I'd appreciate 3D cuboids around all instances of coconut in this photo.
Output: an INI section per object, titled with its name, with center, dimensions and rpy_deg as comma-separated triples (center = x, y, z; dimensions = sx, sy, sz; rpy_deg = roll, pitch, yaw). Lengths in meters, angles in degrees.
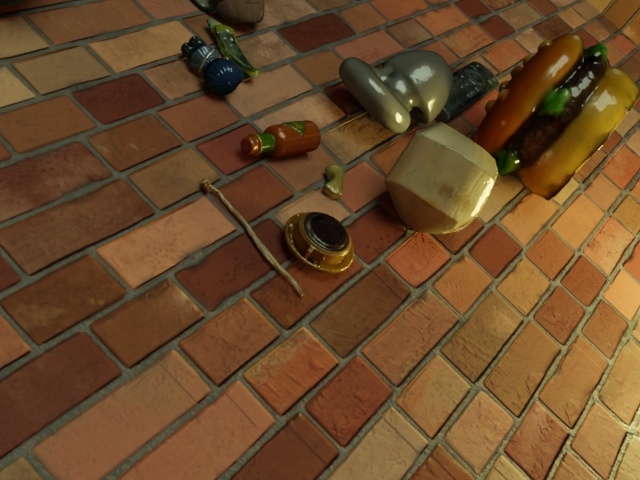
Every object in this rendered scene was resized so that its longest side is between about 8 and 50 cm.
[coconut]
center = 0.250, -0.118, 1.790
dimensions = 0.241, 0.241, 0.241
rpy_deg = 21, 41, -20

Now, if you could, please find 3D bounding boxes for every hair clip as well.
[hair clip]
center = -0.190, -0.420, 1.884
dimensions = 0.060, 0.033, 0.188
rpy_deg = -6, 53, -44

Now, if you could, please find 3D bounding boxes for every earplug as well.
[earplug]
center = 0.177, -0.357, 1.994
dimensions = 0.326, 0.175, 0.214
rpy_deg = -16, 60, -45

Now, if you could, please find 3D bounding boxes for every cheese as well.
[cheese]
center = 0.025, -0.122, 1.753
dimensions = 0.044, 0.030, 0.083
rpy_deg = 27, 45, -24

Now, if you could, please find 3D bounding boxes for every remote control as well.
[remote control]
center = 0.380, -0.408, 2.313
dimensions = 0.107, 0.044, 0.377
rpy_deg = 47, 39, 6

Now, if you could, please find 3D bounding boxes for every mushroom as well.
[mushroom]
center = -0.121, -0.008, 1.533
dimensions = 0.028, 0.026, 0.286
rpy_deg = -35, 78, -34

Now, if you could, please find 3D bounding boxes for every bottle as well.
[bottle]
center = -0.083, -0.201, 1.718
dimensions = 0.187, 0.069, 0.069
rpy_deg = -18, 64, -46

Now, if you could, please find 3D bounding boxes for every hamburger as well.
[hamburger]
center = 0.574, -0.326, 2.111
dimensions = 0.277, 0.395, 0.396
rpy_deg = 39, 38, 2

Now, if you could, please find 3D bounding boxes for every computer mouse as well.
[computer mouse]
center = -0.250, -0.661, 2.020
dimensions = 0.200, 0.115, 0.389
rpy_deg = -14, 62, -49

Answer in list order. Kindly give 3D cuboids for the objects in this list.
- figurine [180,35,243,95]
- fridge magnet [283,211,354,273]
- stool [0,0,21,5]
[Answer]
[figurine]
center = -0.223, -0.364, 1.771
dimensions = 0.086, 0.087, 0.149
rpy_deg = -39, 76, -13
[fridge magnet]
center = 0.000, 0.000, 1.583
dimensions = 0.143, 0.063, 0.143
rpy_deg = 18, 44, -18
[stool]
center = -0.577, -0.629, 1.594
dimensions = 0.297, 0.297, 0.330
rpy_deg = 25, 43, -16
